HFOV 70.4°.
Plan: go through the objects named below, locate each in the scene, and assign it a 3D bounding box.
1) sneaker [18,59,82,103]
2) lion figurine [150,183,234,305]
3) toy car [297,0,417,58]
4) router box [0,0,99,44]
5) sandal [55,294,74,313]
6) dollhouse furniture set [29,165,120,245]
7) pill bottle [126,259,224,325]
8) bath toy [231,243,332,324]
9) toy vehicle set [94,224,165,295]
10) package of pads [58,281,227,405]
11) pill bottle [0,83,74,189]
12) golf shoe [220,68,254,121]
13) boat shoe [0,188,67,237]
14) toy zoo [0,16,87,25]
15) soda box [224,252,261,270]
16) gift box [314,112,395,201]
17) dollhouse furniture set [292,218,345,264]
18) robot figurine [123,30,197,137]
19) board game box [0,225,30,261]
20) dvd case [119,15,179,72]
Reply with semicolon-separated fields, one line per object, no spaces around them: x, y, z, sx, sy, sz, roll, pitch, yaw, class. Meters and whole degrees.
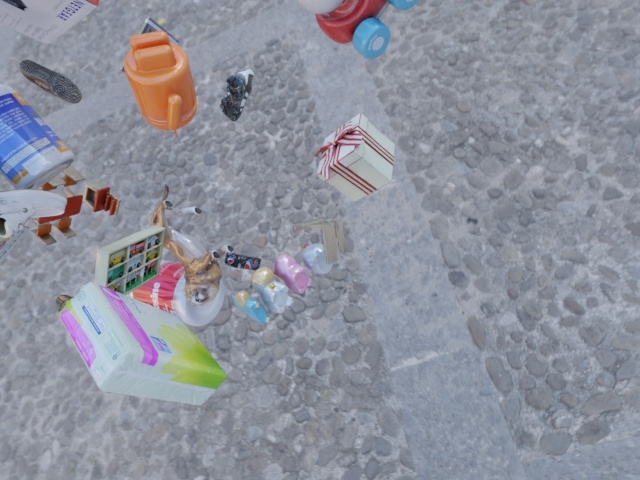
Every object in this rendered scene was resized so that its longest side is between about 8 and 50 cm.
-0.796;-0.467;1.355;0.188;0.071;0.066;34;73;-9;sneaker
-0.451;0.026;1.511;0.240;0.142;0.392;-33;95;33;lion figurine
0.031;-0.506;0.866;0.210;0.238;0.219;-52;61;27;toy car
-0.558;-0.460;0.740;0.335;0.301;0.082;11;86;47;router box
-0.849;0.233;1.553;0.090;0.219;0.060;44;52;3;sandal
-0.850;-0.123;1.575;0.135;0.259;0.262;36;122;13;dollhouse furniture set
-0.604;0.196;1.812;0.407;0.229;0.229;6;66;30;pill bottle
-0.113;0.115;1.454;0.348;0.151;0.129;-36;25;-32;bath toy
-0.545;0.067;1.307;0.035;0.267;0.166;17;109;8;toy vehicle set
-0.361;0.217;0.935;0.229;0.296;0.101;37;85;35;package of pads
-0.723;-0.257;1.042;0.152;0.272;0.152;-34;17;12;pill bottle
-0.245;-0.438;1.379;0.077;0.198;0.094;42;61;-5;golf shoe
-0.665;-0.050;0.948;0.098;0.277;0.096;-22;83;29;boat shoe
-0.712;-0.594;1.028;0.293;0.192;0.030;-12;41;-19;toy zoo
-0.305;0.083;1.792;0.060;0.169;0.053;15;89;26;soda box
0.144;-0.334;1.865;0.255;0.258;0.276;-32;36;39;gift box
0.000;0.000;1.481;0.151;0.144;0.123;-1;102;38;dollhouse furniture set
-0.328;-0.319;0.946;0.158;0.219;0.128;29;63;11;robot figurine
-1.033;-0.038;1.337;0.142;0.275;0.144;38;84;-1;board game box
-0.654;-0.715;1.747;0.018;0.164;0.221;33;95;24;dvd case
